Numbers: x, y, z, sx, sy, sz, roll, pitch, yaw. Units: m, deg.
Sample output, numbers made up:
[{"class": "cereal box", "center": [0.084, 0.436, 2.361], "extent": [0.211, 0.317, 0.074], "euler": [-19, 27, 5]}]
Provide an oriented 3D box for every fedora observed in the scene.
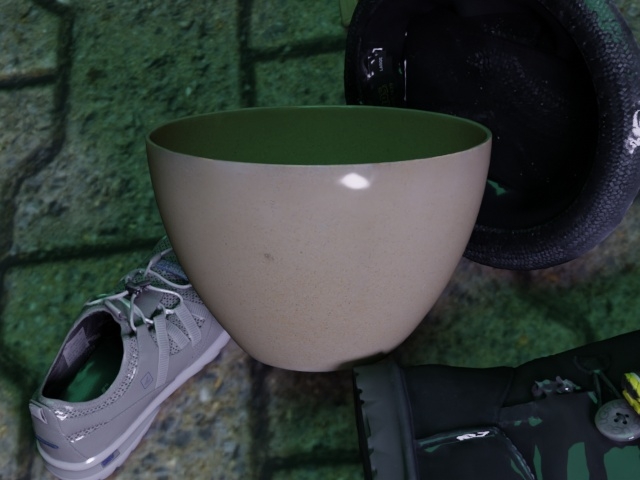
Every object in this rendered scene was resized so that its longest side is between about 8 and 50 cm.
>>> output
[{"class": "fedora", "center": [0.182, -0.139, 1.147], "extent": [0.334, 0.334, 0.152], "euler": [37, 36, 30]}]

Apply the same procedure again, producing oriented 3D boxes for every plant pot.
[{"class": "plant pot", "center": [0.000, 0.000, 1.052], "extent": [0.284, 0.190, 0.284], "euler": [-1, 15, 0]}]

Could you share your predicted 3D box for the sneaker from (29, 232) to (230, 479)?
[{"class": "sneaker", "center": [-0.152, 0.075, 1.088], "extent": [0.105, 0.115, 0.281], "euler": [17, 57, 20]}]

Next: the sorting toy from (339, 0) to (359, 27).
[{"class": "sorting toy", "center": [0.102, -0.325, 1.397], "extent": [0.348, 0.047, 0.196], "euler": [-8, 52, 3]}]

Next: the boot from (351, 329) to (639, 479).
[{"class": "boot", "center": [0.265, 0.218, 0.914], "extent": [0.445, 0.146, 0.367], "euler": [-6, 54, -2]}]

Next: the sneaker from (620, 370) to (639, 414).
[{"class": "sneaker", "center": [0.248, 0.119, 0.884], "extent": [0.035, 0.031, 0.083], "euler": [-21, 47, -12]}]
